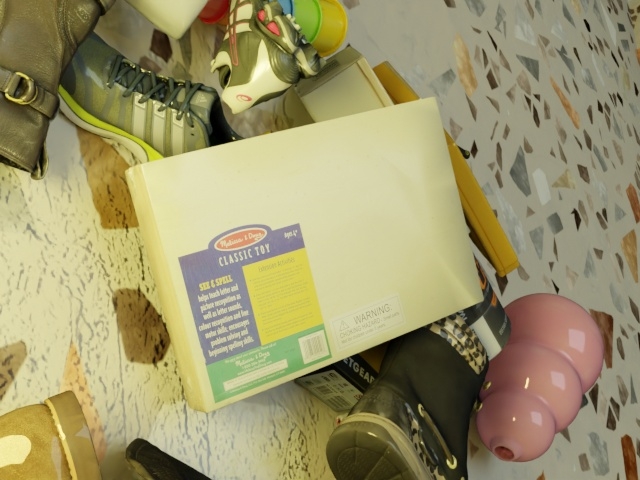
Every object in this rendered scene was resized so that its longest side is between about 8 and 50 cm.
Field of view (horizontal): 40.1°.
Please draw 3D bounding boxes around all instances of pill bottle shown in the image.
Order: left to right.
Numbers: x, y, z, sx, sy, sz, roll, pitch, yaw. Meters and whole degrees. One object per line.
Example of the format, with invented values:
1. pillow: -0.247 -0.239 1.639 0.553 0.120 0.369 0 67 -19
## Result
1. pill bottle: 0.162 0.056 1.228 0.245 0.130 0.130 57 35 -25

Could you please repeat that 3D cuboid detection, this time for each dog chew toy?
1. dog chew toy: 0.366 0.244 1.520 0.206 0.207 0.332 56 44 -20

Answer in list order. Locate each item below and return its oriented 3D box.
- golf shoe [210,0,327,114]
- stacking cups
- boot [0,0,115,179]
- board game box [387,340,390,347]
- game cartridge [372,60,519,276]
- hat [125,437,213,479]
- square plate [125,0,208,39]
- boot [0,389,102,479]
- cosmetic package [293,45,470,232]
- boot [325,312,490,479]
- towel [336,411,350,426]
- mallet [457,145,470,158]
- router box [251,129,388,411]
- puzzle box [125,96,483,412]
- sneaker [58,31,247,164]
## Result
1. golf shoe: -0.088 -0.241 1.063 0.105 0.120 0.273 47 7 -27
2. stacking cups: -0.083 -0.333 1.252 0.316 0.096 0.096 -1 74 -56
3. boot: -0.321 -0.202 0.806 0.263 0.091 0.229 35 74 -36
4. board game box: 0.134 0.148 1.372 0.124 0.039 0.259 38 48 -39
5. game cartridge: 0.197 -0.117 1.426 0.285 0.053 0.323 54 8 -34
6. hat: -0.089 0.338 0.830 0.134 0.331 0.331 -51 123 -10
7. square plate: -0.153 -0.423 0.884 0.049 0.344 0.347 40 5 40
8. boot: -0.229 0.292 0.755 0.115 0.112 0.305 -17 92 -27
9. cosmetic package: 0.089 -0.127 1.321 0.309 0.113 0.160 55 6 -19
10. boot: 0.153 0.284 1.135 0.377 0.138 0.284 60 35 -24
11. towel: 0.129 0.383 1.212 0.237 0.037 0.329 -4 81 -53
12. mallet: 0.246 -0.198 1.713 0.190 0.039 0.062 4 74 -59
13. router box: -0.022 0.045 1.159 0.309 0.081 0.243 43 42 -35
14. puzzle box: 0.000 0.000 1.016 0.409 0.052 0.272 -17 97 -32
15. sneaker: -0.184 -0.156 0.995 0.300 0.121 0.111 39 44 -38
